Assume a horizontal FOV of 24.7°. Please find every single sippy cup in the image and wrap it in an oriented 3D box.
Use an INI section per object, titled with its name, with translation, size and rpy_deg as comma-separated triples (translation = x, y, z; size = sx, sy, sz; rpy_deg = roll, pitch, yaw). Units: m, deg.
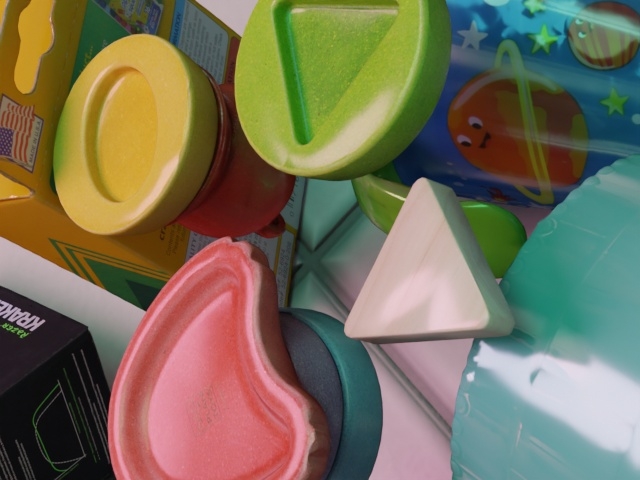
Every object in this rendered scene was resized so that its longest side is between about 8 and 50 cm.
[sippy cup]
translation = 0.163, -0.113, 0.907
size = 0.224, 0.240, 0.306
rpy_deg = 18, 88, 27

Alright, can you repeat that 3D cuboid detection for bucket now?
[bucket]
translation = 0.211, 0.094, 0.737
size = 0.183, 0.281, 0.281
rpy_deg = 27, 85, 41

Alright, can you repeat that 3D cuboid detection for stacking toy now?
[stacking toy]
translation = 0.000, 0.000, 0.811
size = 0.279, 0.130, 0.309
rpy_deg = -30, 60, 32

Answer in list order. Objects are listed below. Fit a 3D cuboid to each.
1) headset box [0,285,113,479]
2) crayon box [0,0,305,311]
[headset box]
translation = -0.333, 0.155, 1.078
size = 0.246, 0.131, 0.283
rpy_deg = 19, 44, 39
[crayon box]
translation = -0.133, -0.076, 1.012
size = 0.083, 0.323, 0.203
rpy_deg = -6, 65, 32
